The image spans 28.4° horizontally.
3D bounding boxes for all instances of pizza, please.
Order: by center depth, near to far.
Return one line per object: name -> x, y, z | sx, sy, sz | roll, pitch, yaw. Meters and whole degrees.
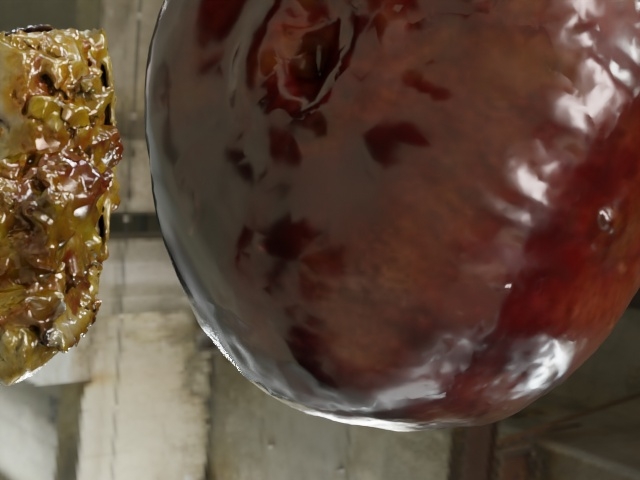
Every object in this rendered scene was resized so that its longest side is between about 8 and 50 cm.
pizza -> -0.184, -0.040, 0.869 | 0.086, 0.161, 0.305 | -5, -126, 16

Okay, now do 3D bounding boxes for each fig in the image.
fig -> 0.048, -0.030, 0.468 | 0.186, 0.249, 0.203 | 11, -97, 22
